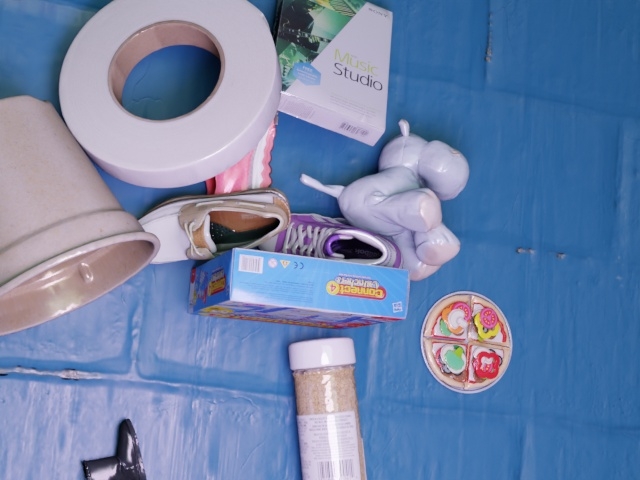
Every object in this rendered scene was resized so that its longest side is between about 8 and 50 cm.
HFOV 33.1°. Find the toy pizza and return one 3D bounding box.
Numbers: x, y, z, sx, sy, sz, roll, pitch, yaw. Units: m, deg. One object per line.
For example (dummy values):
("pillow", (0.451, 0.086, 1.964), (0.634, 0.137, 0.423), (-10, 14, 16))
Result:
("toy pizza", (0.292, 0.199, 2.112), (0.201, 0.032, 0.201), (3, 81, -19))

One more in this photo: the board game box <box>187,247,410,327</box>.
("board game box", (-0.046, 0.090, 1.863), (0.308, 0.302, 0.086), (7, 79, -18))

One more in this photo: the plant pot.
("plant pot", (-0.476, -0.053, 1.745), (0.334, 0.334, 0.305), (-25, 80, -21))

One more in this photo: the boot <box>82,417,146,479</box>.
("boot", (-0.358, 0.376, 1.846), (0.099, 0.045, 0.121), (-13, 87, -18))

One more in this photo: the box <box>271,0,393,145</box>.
("box", (0.018, -0.348, 2.024), (0.232, 0.058, 0.322), (18, 51, -17))

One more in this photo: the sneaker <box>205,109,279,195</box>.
("sneaker", (-0.156, -0.176, 1.966), (0.136, 0.116, 0.314), (6, 80, -17))

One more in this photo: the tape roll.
("tape roll", (-0.259, -0.277, 1.871), (0.392, 0.072, 0.392), (-3, 66, 7))

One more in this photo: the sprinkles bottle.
("sprinkles bottle", (0.017, 0.356, 1.941), (0.121, 0.121, 0.355), (-3, 83, -20))

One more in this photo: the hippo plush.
("hippo plush", (0.158, -0.079, 2.048), (0.294, 0.234, 0.236), (15, 50, 25))

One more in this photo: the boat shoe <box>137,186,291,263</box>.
("boat shoe", (-0.202, -0.022, 1.879), (0.302, 0.103, 0.113), (-16, 108, 3))

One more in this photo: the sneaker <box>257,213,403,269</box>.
("sneaker", (0.000, -0.001, 1.917), (0.282, 0.161, 0.102), (8, 85, 18))
